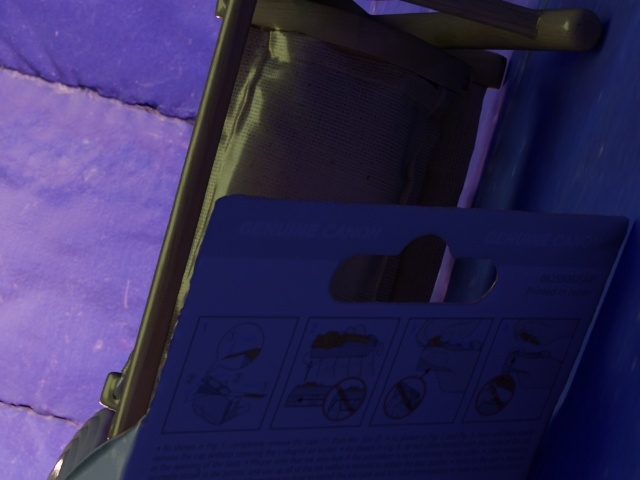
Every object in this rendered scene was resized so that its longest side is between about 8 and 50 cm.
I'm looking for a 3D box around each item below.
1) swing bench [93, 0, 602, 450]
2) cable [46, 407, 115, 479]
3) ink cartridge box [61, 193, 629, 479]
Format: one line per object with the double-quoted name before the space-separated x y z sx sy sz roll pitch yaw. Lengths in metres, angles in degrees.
"swing bench" 0.000 0.000 0.957 0.254 0.165 0.253 180 106 -85
"cable" -0.145 0.215 1.143 0.257 0.089 0.257 -77 13 -61
"ink cartridge box" -0.007 0.084 0.704 0.066 0.189 0.232 34 114 47
